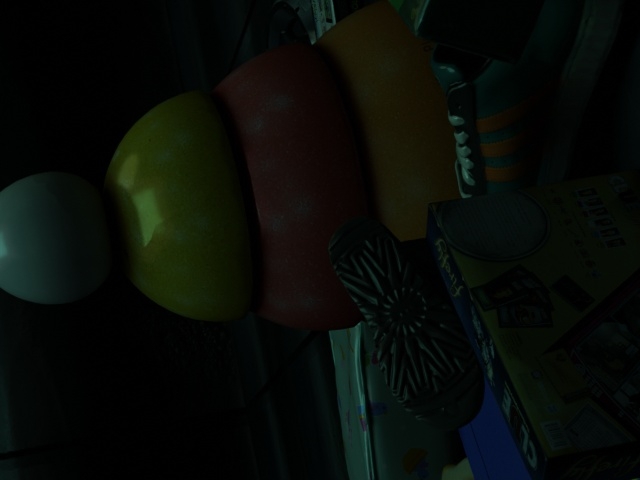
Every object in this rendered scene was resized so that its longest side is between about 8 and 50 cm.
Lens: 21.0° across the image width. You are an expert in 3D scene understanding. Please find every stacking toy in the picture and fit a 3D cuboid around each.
[{"bbox_3d":[-0.073,-0.040,1.560,0.350,0.479,0.351,171,90,-78],"label":"stacking toy"}]

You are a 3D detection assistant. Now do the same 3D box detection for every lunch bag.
[{"bbox_3d":[0.079,0.173,1.916,0.224,0.107,0.279,-150,53,-81],"label":"lunch bag"}]

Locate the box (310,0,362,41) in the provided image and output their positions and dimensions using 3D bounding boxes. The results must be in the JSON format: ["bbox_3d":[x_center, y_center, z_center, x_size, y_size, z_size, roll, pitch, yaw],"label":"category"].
[{"bbox_3d":[0.027,-0.214,2.024,0.114,0.036,0.207,-169,70,-77],"label":"box"}]

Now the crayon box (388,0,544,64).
[{"bbox_3d":[0.122,-0.304,1.113,0.323,0.083,0.203,-67,25,22],"label":"crayon box"}]

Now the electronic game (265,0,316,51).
[{"bbox_3d":[-0.015,-0.214,2.190,0.229,0.048,0.229,166,90,-71],"label":"electronic game"}]

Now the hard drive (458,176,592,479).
[{"bbox_3d":[0.191,0.127,1.403,0.319,0.040,0.210,112,148,-53],"label":"hard drive"}]

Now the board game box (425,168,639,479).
[{"bbox_3d":[0.187,0.056,1.184,0.042,0.165,0.243,92,164,-44],"label":"board game box"}]

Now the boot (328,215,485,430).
[{"bbox_3d":[0.099,0.065,1.326,0.190,0.076,0.208,66,-164,21],"label":"boot"}]

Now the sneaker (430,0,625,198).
[{"bbox_3d":[0.133,-0.109,1.306,0.108,0.121,0.302,-97,15,-50],"label":"sneaker"}]

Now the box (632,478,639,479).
[{"bbox_3d":[0.241,0.179,1.199,0.178,0.042,0.109,47,150,34],"label":"box"}]

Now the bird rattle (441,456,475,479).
[{"bbox_3d":[0.149,0.310,1.678,0.253,0.143,0.207,148,128,-74],"label":"bird rattle"}]
